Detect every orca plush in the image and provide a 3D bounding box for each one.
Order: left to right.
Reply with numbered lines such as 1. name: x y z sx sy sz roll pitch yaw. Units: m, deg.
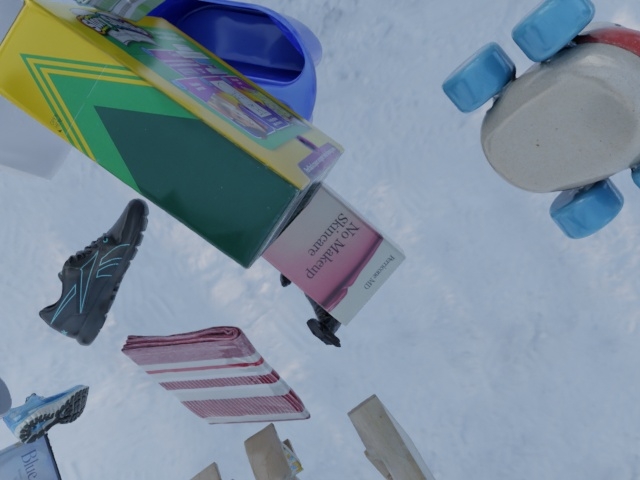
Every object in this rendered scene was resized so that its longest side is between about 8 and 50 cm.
1. orca plush: 0.003 0.070 1.467 0.151 0.287 0.102 20 118 -4

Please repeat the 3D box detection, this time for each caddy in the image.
1. caddy: -0.158 -0.262 1.225 0.341 0.179 0.241 13 109 15

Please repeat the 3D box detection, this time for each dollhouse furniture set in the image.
1. dollhouse furniture set: 0.025 0.522 1.432 0.394 0.256 0.362 -36 124 0

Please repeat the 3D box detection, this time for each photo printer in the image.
1. photo printer: -0.472 -0.230 1.166 0.107 0.307 0.256 18 87 20

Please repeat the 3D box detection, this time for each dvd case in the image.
1. dvd case: -0.526 0.435 1.203 0.253 0.022 0.180 -23 109 -37

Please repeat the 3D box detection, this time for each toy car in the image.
1. toy car: 0.293 -0.169 0.797 0.219 0.210 0.238 47 57 -7

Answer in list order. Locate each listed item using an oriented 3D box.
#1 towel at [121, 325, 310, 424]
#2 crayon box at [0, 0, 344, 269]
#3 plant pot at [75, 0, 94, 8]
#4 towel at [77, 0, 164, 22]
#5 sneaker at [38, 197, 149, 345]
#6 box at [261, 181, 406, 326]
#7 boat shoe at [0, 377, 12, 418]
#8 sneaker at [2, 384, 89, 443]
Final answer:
1. towel: -0.181 0.256 1.415 0.237 0.329 0.037 -7 52 21
2. crayon box: -0.144 -0.137 0.882 0.313 0.363 0.106 35 105 0
3. plant pot: -0.348 -0.504 1.510 0.165 0.234 0.165 50 63 -14
4. towel: -0.178 -0.265 0.788 0.113 0.152 0.023 -27 93 10
5. sneaker: -0.376 0.042 1.293 0.106 0.101 0.267 26 84 -11
6. box: 0.000 0.000 1.219 0.232 0.127 0.148 40 96 -3
7. boat shoe: -0.427 0.152 0.793 0.076 0.228 0.080 -26 62 11
8. sneaker: -0.449 0.268 1.260 0.073 0.162 0.063 26 110 22
